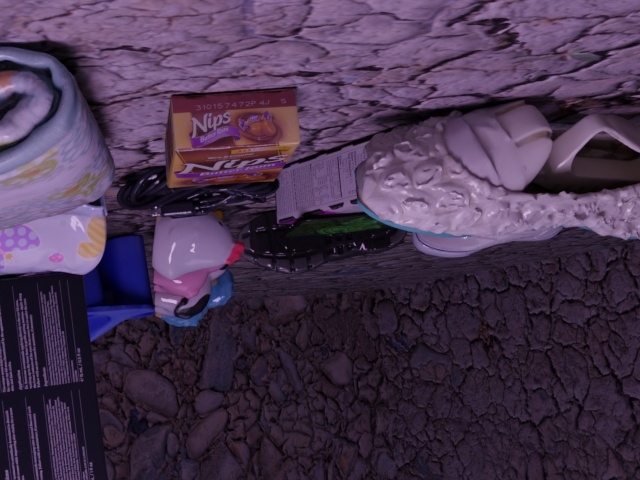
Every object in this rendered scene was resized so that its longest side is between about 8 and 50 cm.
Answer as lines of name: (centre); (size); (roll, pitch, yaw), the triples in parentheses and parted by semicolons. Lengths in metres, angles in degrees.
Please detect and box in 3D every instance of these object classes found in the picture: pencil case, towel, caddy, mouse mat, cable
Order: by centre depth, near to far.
towel: (-0.357, -0.041, 0.860); (0.375, 0.090, 0.320); (-16, 179, -7)
pencil case: (-0.359, -0.016, 1.128); (0.273, 0.113, 0.124); (-2, 174, -30)
cable: (-0.141, -0.064, 1.280); (0.185, 0.047, 0.150); (-4, 169, 7)
mouse mat: (0.035, -0.019, 1.348); (0.153, 0.007, 0.190); (-5, 176, -10)
caddy: (-0.428, 0.097, 1.814); (0.341, 0.179, 0.241); (-11, 172, 39)

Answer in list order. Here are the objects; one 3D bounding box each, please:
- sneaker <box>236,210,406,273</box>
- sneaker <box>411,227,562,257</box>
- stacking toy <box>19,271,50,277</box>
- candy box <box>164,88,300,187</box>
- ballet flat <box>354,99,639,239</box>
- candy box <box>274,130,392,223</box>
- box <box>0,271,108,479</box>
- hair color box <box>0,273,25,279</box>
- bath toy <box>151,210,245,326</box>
sneaker: (0.000, 0.000, 1.723); (0.268, 0.101, 0.106); (-5, 176, -10)
sneaker: (0.278, -0.037, 1.804); (0.258, 0.094, 0.091); (-10, 156, -5)
stacking toy: (-0.433, 0.038, 1.507); (0.175, 0.165, 0.302); (10, 155, -28)
candy box: (-0.086, -0.090, 1.010); (0.109, 0.053, 0.187); (-5, 172, -10)
ballet flat: (0.224, -0.085, 1.127); (0.409, 0.146, 0.147); (1, 171, -31)
candy box: (0.076, -0.070, 1.269); (0.159, 0.071, 0.233); (-2, 173, -39)
box: (-0.354, 0.176, 1.254); (0.184, 0.261, 0.103); (-6, 175, -22)
hair color box: (-0.517, 0.019, 1.320); (0.174, 0.105, 0.347); (-4, 174, -44)
bath toy: (-0.182, 0.031, 1.644); (0.129, 0.151, 0.348); (6, 163, -5)
